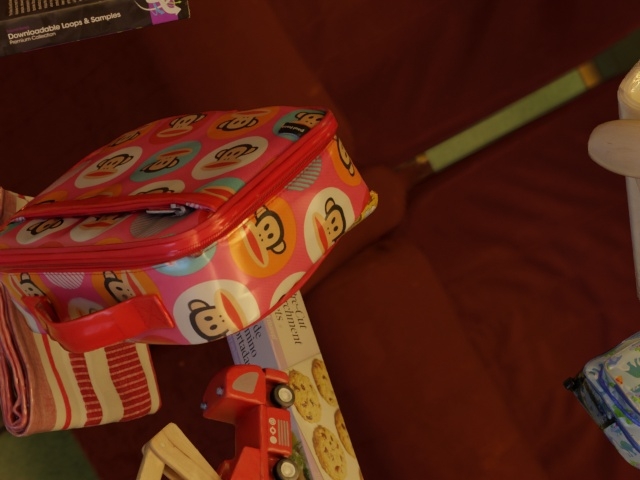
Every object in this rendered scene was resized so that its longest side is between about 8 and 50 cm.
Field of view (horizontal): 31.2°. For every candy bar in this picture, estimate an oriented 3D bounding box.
[{"bbox_3d":[0.000,0.000,1.033,0.018,0.161,0.040,53,48,1],"label":"candy bar"}]

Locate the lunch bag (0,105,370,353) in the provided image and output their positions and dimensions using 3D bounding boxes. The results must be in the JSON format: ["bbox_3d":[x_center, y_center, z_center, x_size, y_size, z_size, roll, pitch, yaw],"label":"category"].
[{"bbox_3d":[-0.132,-0.001,0.938,0.258,0.293,0.120,-46,121,-40],"label":"lunch bag"}]

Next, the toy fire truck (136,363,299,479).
[{"bbox_3d":[-0.084,0.174,0.846,0.135,0.047,0.192,16,51,-27],"label":"toy fire truck"}]

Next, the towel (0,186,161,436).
[{"bbox_3d":[-0.252,0.075,1.189,0.329,0.037,0.237,20,56,-75],"label":"towel"}]

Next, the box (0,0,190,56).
[{"bbox_3d":[-0.179,-0.170,0.800,0.162,0.029,0.116,-12,33,-8],"label":"box"}]

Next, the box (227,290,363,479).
[{"bbox_3d":[-0.026,0.164,1.118,0.067,0.063,0.324,9,51,-40],"label":"box"}]

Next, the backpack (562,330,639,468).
[{"bbox_3d":[0.296,0.142,1.024,0.105,0.084,0.114,-26,71,-16],"label":"backpack"}]

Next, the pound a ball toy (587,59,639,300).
[{"bbox_3d":[0.316,-0.045,1.042,0.208,0.136,0.319,-46,139,-23],"label":"pound a ball toy"}]
